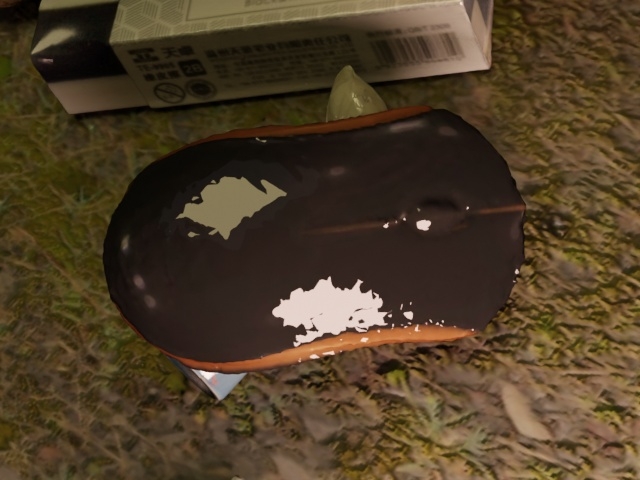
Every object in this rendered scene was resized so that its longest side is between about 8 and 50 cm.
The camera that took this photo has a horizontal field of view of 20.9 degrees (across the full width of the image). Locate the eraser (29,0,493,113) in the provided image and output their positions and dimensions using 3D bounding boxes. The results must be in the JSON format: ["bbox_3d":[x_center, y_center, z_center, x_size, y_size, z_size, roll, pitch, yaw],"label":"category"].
[{"bbox_3d":[-0.053,-0.189,1.522,0.404,0.098,0.096,-4,55,20],"label":"eraser"}]

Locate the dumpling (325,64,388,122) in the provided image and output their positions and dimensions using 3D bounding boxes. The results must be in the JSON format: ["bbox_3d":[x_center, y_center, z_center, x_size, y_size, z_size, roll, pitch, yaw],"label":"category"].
[{"bbox_3d":[0.027,-0.104,1.465,0.059,0.077,0.043,-39,-1,38],"label":"dumpling"}]

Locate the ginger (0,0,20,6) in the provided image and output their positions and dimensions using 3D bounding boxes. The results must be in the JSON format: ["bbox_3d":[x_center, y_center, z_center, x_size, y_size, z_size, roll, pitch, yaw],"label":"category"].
[{"bbox_3d":[-0.292,-0.283,1.710,0.213,0.074,0.137,-15,53,6],"label":"ginger"}]

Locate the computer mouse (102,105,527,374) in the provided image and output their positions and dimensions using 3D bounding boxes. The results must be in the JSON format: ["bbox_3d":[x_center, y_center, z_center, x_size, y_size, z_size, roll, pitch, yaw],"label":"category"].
[{"bbox_3d":[0.000,0.000,1.294,0.323,0.116,0.183,-10,87,-7],"label":"computer mouse"}]

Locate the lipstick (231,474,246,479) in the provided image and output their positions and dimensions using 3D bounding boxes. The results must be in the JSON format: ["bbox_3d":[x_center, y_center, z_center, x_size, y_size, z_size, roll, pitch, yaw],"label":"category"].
[{"bbox_3d":[-0.091,0.240,1.281,0.040,0.040,0.141,28,72,35],"label":"lipstick"}]

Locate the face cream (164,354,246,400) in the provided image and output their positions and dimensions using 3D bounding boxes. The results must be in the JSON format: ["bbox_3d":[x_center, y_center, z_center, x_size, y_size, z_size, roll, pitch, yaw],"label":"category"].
[{"bbox_3d":[-0.029,0.021,1.382,0.075,0.075,0.229,33,75,37],"label":"face cream"}]
